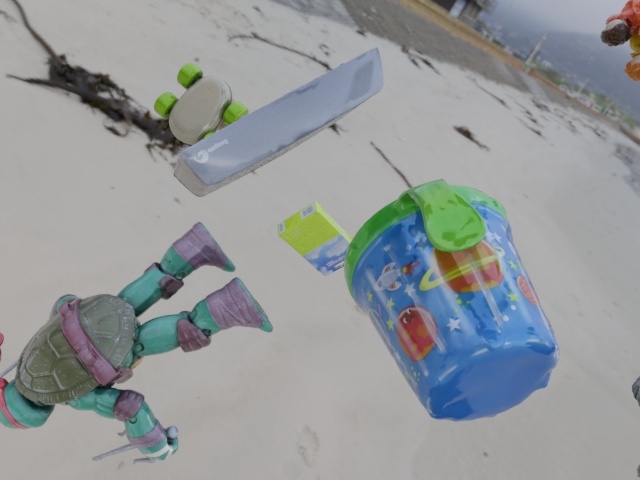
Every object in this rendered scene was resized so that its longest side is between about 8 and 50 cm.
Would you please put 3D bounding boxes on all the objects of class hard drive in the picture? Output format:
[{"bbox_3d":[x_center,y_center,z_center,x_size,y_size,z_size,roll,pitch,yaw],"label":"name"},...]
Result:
[{"bbox_3d":[-0.051,-0.133,0.684,0.054,0.254,0.172,60,-16,-7],"label":"hard drive"}]

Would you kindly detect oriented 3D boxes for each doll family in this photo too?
[{"bbox_3d":[0.501,-0.279,0.757,0.118,0.163,0.263,44,-4,-21],"label":"doll family"}]

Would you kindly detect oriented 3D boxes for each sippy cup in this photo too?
[{"bbox_3d":[0.168,0.089,0.710,0.305,0.240,0.224,27,30,-37],"label":"sippy cup"}]

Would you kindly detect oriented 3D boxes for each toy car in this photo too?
[{"bbox_3d":[-0.229,-0.260,1.215,0.155,0.149,0.188,41,5,7],"label":"toy car"}]

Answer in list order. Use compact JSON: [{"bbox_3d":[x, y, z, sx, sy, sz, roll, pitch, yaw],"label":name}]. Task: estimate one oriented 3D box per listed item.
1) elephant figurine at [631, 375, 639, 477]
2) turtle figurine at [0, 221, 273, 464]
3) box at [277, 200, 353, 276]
[{"bbox_3d":[0.420,0.228,0.605,0.239,0.169,0.186,-9,65,-16],"label":"elephant figurine"},{"bbox_3d":[-0.164,0.091,0.452,0.175,0.234,0.118,53,-6,19],"label":"turtle figurine"},{"bbox_3d":[0.000,0.000,1.271,0.178,0.109,0.042,44,25,-40],"label":"box"}]
